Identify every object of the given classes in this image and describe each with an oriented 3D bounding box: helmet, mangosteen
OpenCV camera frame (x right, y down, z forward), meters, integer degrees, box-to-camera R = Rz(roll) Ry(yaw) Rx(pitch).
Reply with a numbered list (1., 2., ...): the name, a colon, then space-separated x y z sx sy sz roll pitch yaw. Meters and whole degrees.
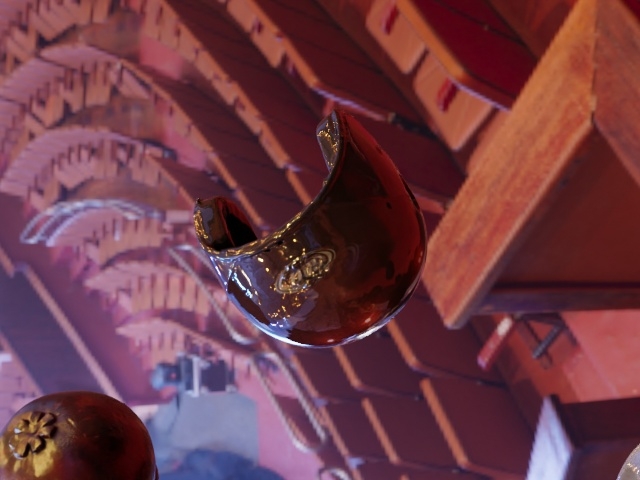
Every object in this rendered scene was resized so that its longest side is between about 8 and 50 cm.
1. helmet: 0.000 0.000 0.916 0.189 0.216 0.193 -34 84 17
2. mangosteen: -0.239 0.248 1.023 0.200 0.200 0.199 -1 89 63

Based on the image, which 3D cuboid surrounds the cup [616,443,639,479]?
1. cup: 0.537 0.375 1.210 0.163 0.347 0.347 -69 -1 -56
